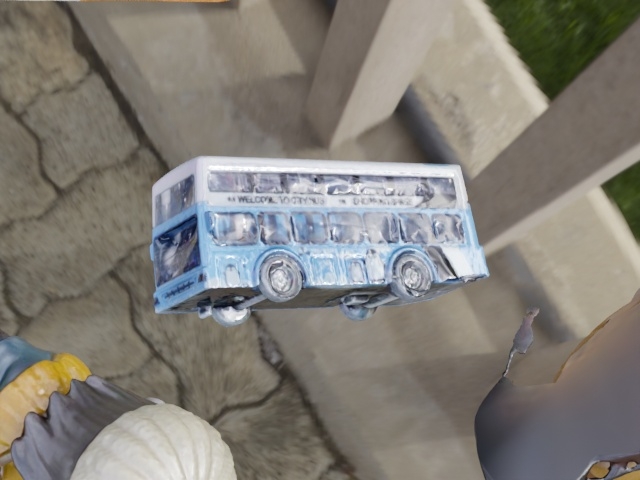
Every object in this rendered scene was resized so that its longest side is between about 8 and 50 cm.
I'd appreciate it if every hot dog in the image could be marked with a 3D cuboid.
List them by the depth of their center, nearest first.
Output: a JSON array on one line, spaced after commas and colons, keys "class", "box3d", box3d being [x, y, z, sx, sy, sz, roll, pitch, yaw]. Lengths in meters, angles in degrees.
[{"class": "hot dog", "box3d": [0.286, 0.139, 1.399, 0.326, 0.107, 0.194, -24, 48, -3]}]

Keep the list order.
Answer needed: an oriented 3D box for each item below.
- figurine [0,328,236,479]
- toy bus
[{"class": "figurine", "box3d": [-0.236, 0.204, 1.475, 0.332, 0.204, 0.185, 35, 71, 11]}, {"class": "toy bus", "box3d": [0.000, 0.000, 1.314, 0.297, 0.106, 0.131, 1, 74, -35]}]
